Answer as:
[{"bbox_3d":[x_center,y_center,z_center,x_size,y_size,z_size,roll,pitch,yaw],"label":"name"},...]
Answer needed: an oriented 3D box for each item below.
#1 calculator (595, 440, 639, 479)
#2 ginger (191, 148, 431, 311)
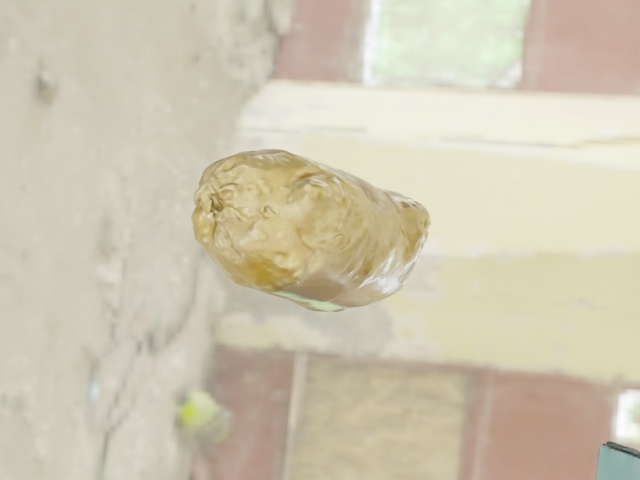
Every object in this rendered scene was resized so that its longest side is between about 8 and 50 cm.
[{"bbox_3d":[0.268,0.200,1.426,0.172,0.018,0.057,-172,-90,-68],"label":"calculator"},{"bbox_3d":[-0.002,-0.001,0.890,0.190,0.095,0.069,23,80,-65],"label":"ginger"}]
